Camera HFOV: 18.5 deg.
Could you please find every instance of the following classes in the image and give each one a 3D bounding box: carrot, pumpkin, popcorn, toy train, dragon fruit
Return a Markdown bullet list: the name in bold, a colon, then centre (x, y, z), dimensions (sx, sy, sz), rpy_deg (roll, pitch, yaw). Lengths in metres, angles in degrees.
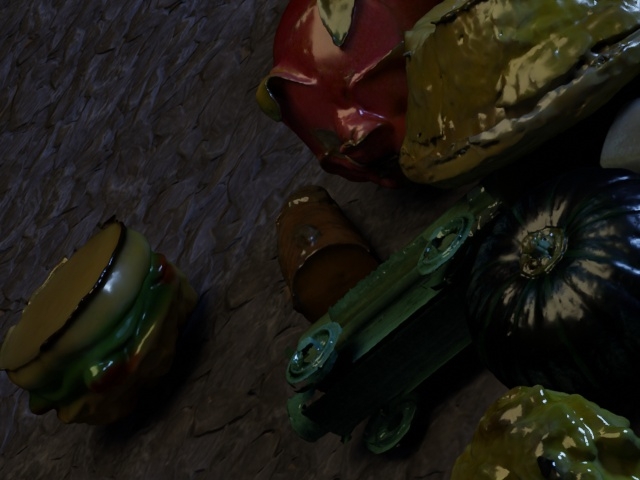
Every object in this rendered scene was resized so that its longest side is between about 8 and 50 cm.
- **carrot**: centre (0.000, 0.000, 1.963), dimensions (0.102, 0.102, 0.263), rpy_deg (-48, 20, 11)
- **pumpkin**: centre (0.200, 0.035, 1.492), dimensions (0.202, 0.140, 0.202), rpy_deg (-30, 37, 25)
- **popcorn**: centre (0.166, 0.181, 1.371), dimensions (0.173, 0.142, 0.173), rpy_deg (-43, 27, 28)
- **toy train**: centre (0.083, 0.049, 1.697), dimensions (0.307, 0.126, 0.189), rpy_deg (-42, 28, 25)
- **dragon fruit**: centre (0.053, -0.164, 1.926), dimensions (0.224, 0.224, 0.227), rpy_deg (-9, 61, 56)

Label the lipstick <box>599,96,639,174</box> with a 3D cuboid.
- **lipstick**: centre (0.332, -0.083, 1.498), dimensions (0.253, 0.079, 0.077), rpy_deg (-10, 48, 54)

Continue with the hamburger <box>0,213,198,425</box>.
- **hamburger**: centre (-0.235, 0.105, 2.146), dimensions (0.237, 0.149, 0.237), rpy_deg (-41, 20, 18)

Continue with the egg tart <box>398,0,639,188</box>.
- **egg tart**: centre (0.187, -0.186, 1.710), dimensions (0.345, 0.132, 0.345), rpy_deg (-35, 9, 7)
